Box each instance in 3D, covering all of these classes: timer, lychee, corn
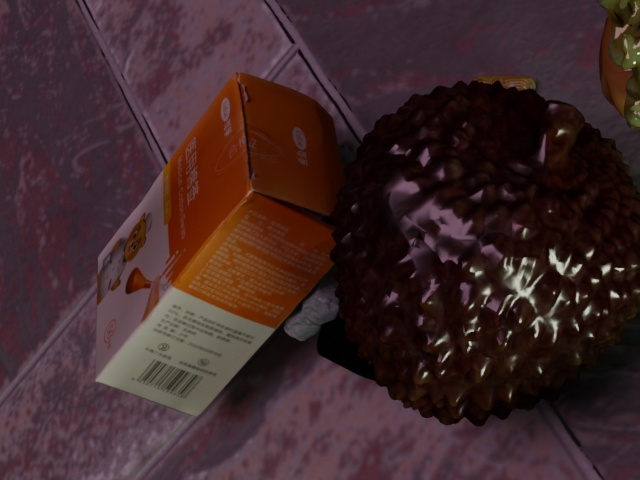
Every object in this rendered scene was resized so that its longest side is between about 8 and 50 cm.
[{"bbox_3d":[0.066,0.054,1.391,0.144,0.055,0.187,18,87,67],"label":"timer"},{"bbox_3d":[0.152,0.009,1.179,0.306,0.306,0.330,63,141,37],"label":"lychee"},{"bbox_3d":[0.194,-0.165,1.378,0.083,0.027,0.028,5,95,42],"label":"corn"}]

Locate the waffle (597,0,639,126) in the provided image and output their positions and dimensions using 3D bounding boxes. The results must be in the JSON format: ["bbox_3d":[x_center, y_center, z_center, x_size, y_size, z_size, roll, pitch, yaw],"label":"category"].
[{"bbox_3d":[0.382,-0.223,1.056,0.297,0.073,0.317,2,101,13],"label":"waffle"}]

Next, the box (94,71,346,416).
[{"bbox_3d":[-0.117,0.006,1.463,0.341,0.143,0.225,-48,32,30],"label":"box"}]

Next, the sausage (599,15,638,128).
[{"bbox_3d":[0.343,-0.214,1.177,0.120,0.136,0.241,40,103,43],"label":"sausage"}]

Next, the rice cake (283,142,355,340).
[{"bbox_3d":[0.000,0.000,1.457,0.085,0.040,0.226,-37,38,49],"label":"rice cake"}]
